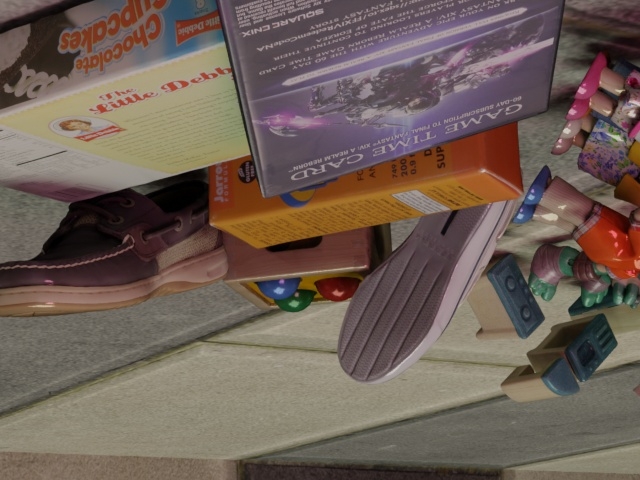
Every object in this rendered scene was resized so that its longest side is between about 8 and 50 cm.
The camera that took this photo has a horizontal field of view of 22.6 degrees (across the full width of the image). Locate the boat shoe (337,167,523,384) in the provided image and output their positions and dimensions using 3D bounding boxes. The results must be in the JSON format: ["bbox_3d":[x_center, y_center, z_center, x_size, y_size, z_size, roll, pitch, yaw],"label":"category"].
[{"bbox_3d":[0.101,0.027,1.325,0.076,0.083,0.226,4,125,-55],"label":"boat shoe"}]

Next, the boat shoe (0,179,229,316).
[{"bbox_3d":[-0.160,0.003,1.228,0.103,0.092,0.285,-3,-175,27],"label":"boat shoe"}]

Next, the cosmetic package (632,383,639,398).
[{"bbox_3d":[0.453,0.105,1.407,0.309,0.160,0.113,-40,141,5],"label":"cosmetic package"}]

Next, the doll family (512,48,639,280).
[{"bbox_3d":[0.251,-0.059,1.113,0.163,0.118,0.263,29,157,7],"label":"doll family"}]

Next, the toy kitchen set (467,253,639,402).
[{"bbox_3d":[0.266,0.055,1.694,0.122,0.166,0.207,-17,-164,44],"label":"toy kitchen set"}]

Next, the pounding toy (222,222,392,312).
[{"bbox_3d":[0.008,-0.002,1.360,0.181,0.094,0.206,-6,165,12],"label":"pounding toy"}]

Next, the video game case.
[{"bbox_3d":[0.045,-0.116,0.908,0.196,0.026,0.274,-17,158,-4],"label":"video game case"}]

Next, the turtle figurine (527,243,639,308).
[{"bbox_3d":[0.323,0.039,1.534,0.175,0.118,0.234,31,164,-35],"label":"turtle figurine"}]

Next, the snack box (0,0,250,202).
[{"bbox_3d":[-0.115,-0.097,1.046,0.322,0.060,0.187,-12,164,33],"label":"snack box"}]

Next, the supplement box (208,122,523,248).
[{"bbox_3d":[0.030,-0.055,1.199,0.233,0.078,0.080,-12,163,29],"label":"supplement box"}]
